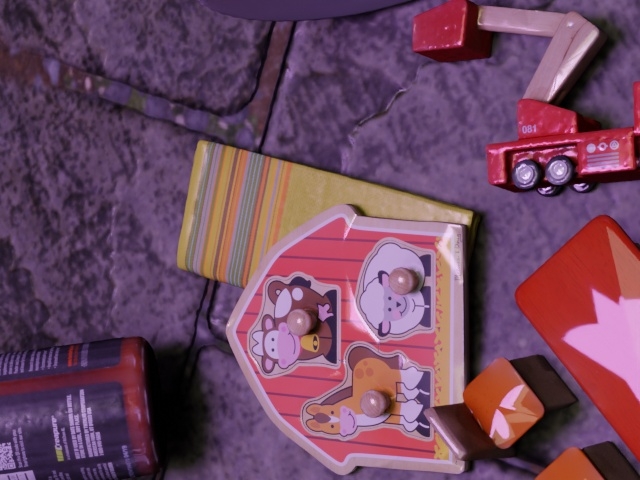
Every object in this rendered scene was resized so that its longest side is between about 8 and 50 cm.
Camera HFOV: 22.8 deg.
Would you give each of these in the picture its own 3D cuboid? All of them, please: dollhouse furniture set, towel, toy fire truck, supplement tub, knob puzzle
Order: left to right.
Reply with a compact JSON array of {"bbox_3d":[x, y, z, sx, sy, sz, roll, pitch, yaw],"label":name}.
[{"bbox_3d":[-0.217,0.132,1.166,0.197,0.106,0.106,-7,81,-1],"label":"supplement tub"},{"bbox_3d":[0.000,0.000,1.145,0.237,0.021,0.102,16,100,30],"label":"towel"},{"bbox_3d":[0.011,0.071,1.111,0.213,0.030,0.213,3,96,31],"label":"knob puzzle"},{"bbox_3d":[0.157,-0.099,1.042,0.192,0.047,0.135,-6,82,30],"label":"toy fire truck"},{"bbox_3d":[0.218,0.103,0.938,0.262,0.135,0.259,-46,66,20],"label":"dollhouse furniture set"}]

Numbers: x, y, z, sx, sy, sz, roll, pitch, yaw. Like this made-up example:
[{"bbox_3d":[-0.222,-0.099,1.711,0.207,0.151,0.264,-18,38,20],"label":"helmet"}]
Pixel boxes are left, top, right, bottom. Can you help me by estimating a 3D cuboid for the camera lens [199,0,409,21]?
[{"bbox_3d":[-0.007,-0.308,1.055,0.219,0.219,0.274,-14,79,29],"label":"camera lens"}]
